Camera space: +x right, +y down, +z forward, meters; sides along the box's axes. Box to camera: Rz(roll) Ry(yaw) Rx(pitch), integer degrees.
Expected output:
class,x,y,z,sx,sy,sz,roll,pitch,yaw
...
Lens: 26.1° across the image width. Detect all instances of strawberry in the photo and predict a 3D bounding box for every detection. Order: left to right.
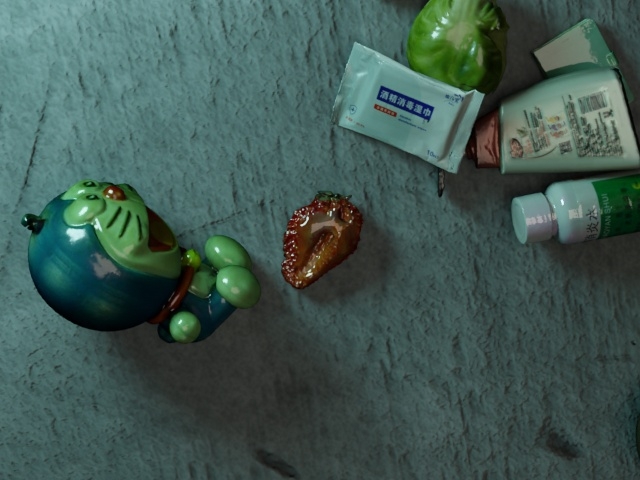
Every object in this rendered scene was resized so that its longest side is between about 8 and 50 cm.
class,x,y,z,sx,sy,sz,roll,pitch,yaw
strawberry,0.001,0.001,1.911,0.104,0.048,0.152,26,92,-9

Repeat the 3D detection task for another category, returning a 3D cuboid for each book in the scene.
class,x,y,z,sx,sy,sz,roll,pitch,yaw
book,0.372,-0.233,1.942,0.103,0.017,0.135,-31,103,0

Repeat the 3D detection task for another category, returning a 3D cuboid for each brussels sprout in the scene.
class,x,y,z,sx,sy,sz,roll,pitch,yaw
brussels sprout,0.186,-0.264,1.870,0.139,0.100,0.181,10,117,5

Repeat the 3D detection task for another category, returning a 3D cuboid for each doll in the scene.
class,x,y,z,sx,sy,sz,roll,pitch,yaw
doll,-0.246,0.038,1.804,0.322,0.198,0.186,30,107,-22

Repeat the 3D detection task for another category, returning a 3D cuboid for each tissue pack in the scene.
class,x,y,z,sx,sy,sz,roll,pitch,yaw
tissue pack,0.115,-0.179,1.866,0.193,0.026,0.122,23,117,10

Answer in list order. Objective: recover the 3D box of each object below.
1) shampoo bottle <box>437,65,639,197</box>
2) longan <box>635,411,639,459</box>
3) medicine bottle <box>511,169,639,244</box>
class,x,y,z,sx,sy,sz,roll,pitch,yaw
shampoo bottle,0.291,-0.140,1.915,0.284,0.071,0.153,-14,98,6
longan,0.542,0.292,1.990,0.187,0.167,0.167,32,94,-3
medicine bottle,0.402,-0.050,1.943,0.260,0.095,0.095,-9,102,-6
